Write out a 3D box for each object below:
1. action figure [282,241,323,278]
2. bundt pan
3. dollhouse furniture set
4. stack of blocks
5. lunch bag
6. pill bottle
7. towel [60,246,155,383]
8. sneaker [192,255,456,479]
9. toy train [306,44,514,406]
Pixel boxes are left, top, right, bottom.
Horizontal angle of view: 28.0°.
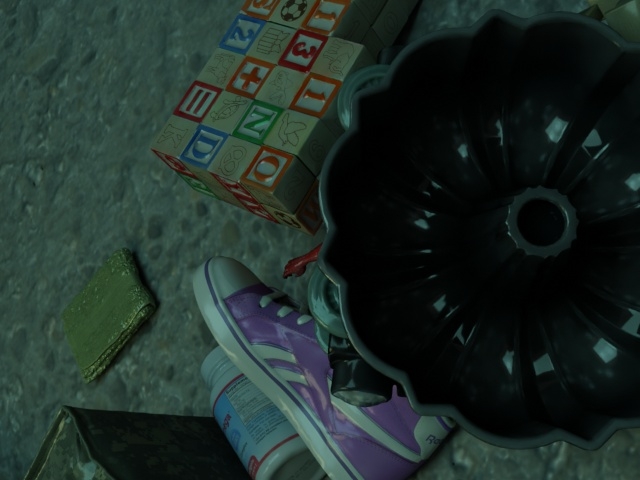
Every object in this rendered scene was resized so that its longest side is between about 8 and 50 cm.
[{"bbox_3d":[0.000,0.000,1.288,0.139,0.091,0.280,-53,49,11],"label":"action figure"},{"bbox_3d":[0.155,0.000,0.980,0.124,0.331,0.330,110,163,-77],"label":"bundt pan"},{"bbox_3d":[0.284,-0.162,1.082,0.144,0.151,0.123,-24,106,36],"label":"dollhouse furniture set"},{"bbox_3d":[-0.013,-0.169,1.275,0.171,0.087,0.297,21,74,37],"label":"stack of blocks"},{"bbox_3d":[-0.204,0.324,1.293,0.169,0.235,0.287,44,109,37],"label":"lunch bag"},{"bbox_3d":[-0.058,0.176,1.298,0.087,0.087,0.160,-54,49,19],"label":"pill bottle"},{"bbox_3d":[-0.258,0.089,1.547,0.148,0.027,0.110,-49,51,24],"label":"towel"},{"bbox_3d":[0.014,0.093,1.213,0.161,0.102,0.282,-45,83,20],"label":"sneaker"},{"bbox_3d":[0.098,-0.013,1.119,0.190,0.142,0.334,7,70,5],"label":"toy train"}]
